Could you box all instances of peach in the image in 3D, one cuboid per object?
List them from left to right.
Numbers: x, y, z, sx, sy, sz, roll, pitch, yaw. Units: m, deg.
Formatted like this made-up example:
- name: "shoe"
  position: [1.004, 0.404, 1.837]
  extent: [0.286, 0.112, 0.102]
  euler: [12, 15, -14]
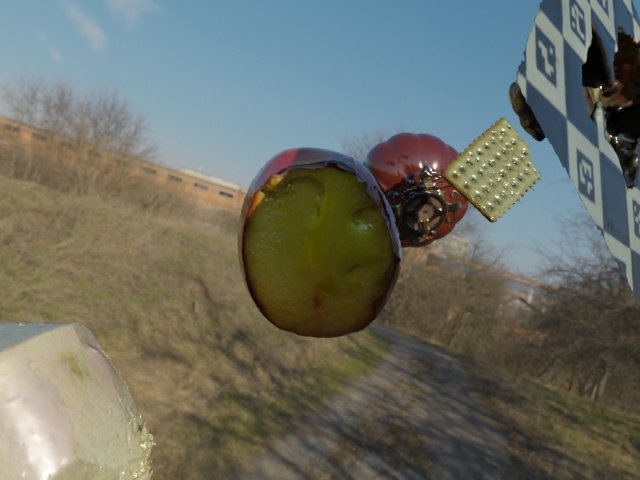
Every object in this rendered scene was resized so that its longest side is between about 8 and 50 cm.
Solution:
- name: "peach"
  position: [0.000, 0.000, 0.903]
  extent: [0.281, 0.280, 0.338]
  euler: [17, -24, 8]

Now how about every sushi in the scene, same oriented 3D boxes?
- name: "sushi"
  position: [0.219, -0.097, 0.471]
  extent: [0.059, 0.292, 0.294]
  euler: [-9, -46, 41]

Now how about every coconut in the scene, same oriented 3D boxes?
- name: "coconut"
  position: [-0.393, 0.251, 0.767]
  extent: [0.309, 0.298, 0.297]
  euler: [59, 4, 7]

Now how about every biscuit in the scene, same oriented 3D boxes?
- name: "biscuit"
  position: [0.324, -0.130, 1.052]
  extent: [0.144, 0.203, 0.016]
  euler: [47, -26, 10]

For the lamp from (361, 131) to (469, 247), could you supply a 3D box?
- name: "lamp"
  position: [0.231, -0.124, 1.468]
  extent: [0.304, 0.303, 0.257]
  euler: [17, 24, -15]
